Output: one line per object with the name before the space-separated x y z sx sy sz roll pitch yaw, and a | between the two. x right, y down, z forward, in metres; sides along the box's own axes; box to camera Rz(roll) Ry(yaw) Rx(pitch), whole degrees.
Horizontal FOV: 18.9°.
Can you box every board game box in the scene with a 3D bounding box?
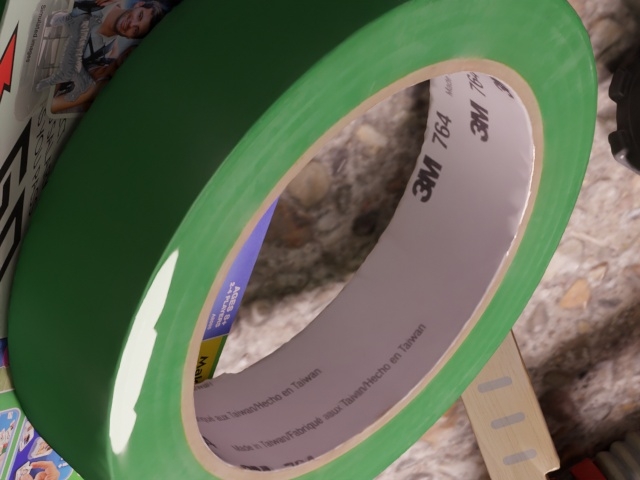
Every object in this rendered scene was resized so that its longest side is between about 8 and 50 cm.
board game box | -0.106 -0.013 0.891 0.213 0.046 0.317 -11 130 -47

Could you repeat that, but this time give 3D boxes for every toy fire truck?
toy fire truck | 0.186 0.129 1.181 0.217 0.158 0.246 -34 145 1

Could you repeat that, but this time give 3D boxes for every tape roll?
tape roll | 0.000 0.000 0.925 0.321 0.077 0.321 -34 146 -28

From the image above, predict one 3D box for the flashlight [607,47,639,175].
flashlight | 0.285 -0.021 1.123 0.304 0.103 0.103 22 109 -41
